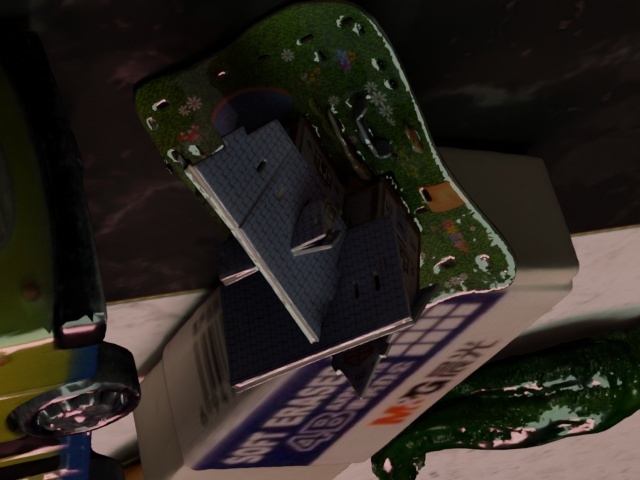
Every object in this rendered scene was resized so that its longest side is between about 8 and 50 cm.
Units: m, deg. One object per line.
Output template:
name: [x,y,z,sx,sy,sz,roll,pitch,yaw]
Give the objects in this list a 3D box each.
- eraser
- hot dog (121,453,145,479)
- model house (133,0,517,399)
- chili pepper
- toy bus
eraser: [0.007,0.053,0.881,0.124,0.081,0.279,1,150,-32]
hot dog: [-0.115,0.158,1.086,0.056,0.041,0.133,8,153,-41]
model house: [0.000,0.000,0.673,0.117,0.088,0.167,-20,122,19]
chili pepper: [0.154,0.109,1.113,0.279,0.065,0.122,-19,164,11]
toy bus: [-0.176,0.048,0.696,0.175,0.138,0.288,-10,155,-14]
